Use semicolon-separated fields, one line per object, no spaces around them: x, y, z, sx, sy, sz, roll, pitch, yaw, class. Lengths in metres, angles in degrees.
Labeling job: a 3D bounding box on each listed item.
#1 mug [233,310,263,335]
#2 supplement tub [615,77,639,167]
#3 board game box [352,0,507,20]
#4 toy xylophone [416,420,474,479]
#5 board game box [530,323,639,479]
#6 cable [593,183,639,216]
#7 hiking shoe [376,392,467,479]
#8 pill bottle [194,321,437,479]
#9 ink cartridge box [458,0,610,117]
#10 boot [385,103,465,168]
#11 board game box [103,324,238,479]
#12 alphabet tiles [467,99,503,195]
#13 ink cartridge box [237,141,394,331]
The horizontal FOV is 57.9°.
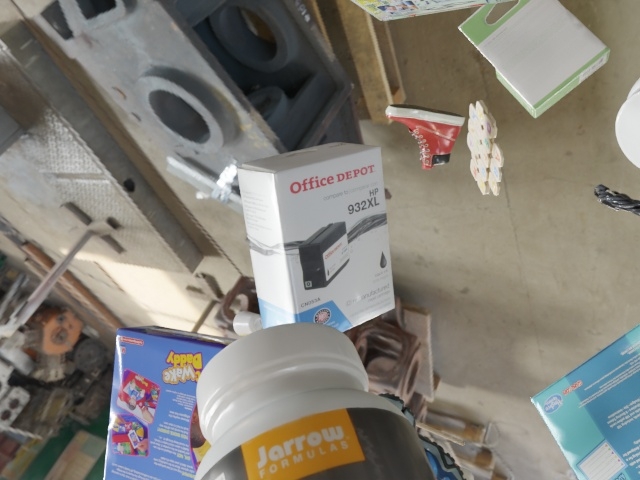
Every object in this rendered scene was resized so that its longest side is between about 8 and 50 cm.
-0.162;0.204;1.402;0.078;0.062;0.064;25;159;-38;mug
0.783;-0.288;1.176;0.235;0.325;0.235;41;153;27;supplement tub
0.212;-0.429;0.948;0.318;0.213;0.046;1;97;26;board game box
0.244;0.559;1.401;0.323;0.236;0.081;28;128;7;toy xylophone
0.463;0.288;0.730;0.079;0.336;0.253;6;137;-35;board game box
0.710;-0.073;1.290;0.185;0.047;0.150;25;-170;-5;cable
0.192;0.482;1.264;0.304;0.132;0.113;49;152;-2;hiking shoe
0.007;0.198;0.366;0.162;0.278;0.162;-12;135;-12;pill bottle
0.410;-0.382;1.125;0.235;0.171;0.056;54;-167;18;ink cartridge box
0.285;-0.295;1.669;0.244;0.088;0.176;7;115;-22;boot
-0.135;0.252;0.776;0.347;0.233;0.078;4;178;30;board game box
0.502;-0.284;1.793;0.021;0.278;0.284;-11;137;-1;alphabet tiles
0.000;0.000;1.014;0.129;0.223;0.307;17;119;53;ink cartridge box
